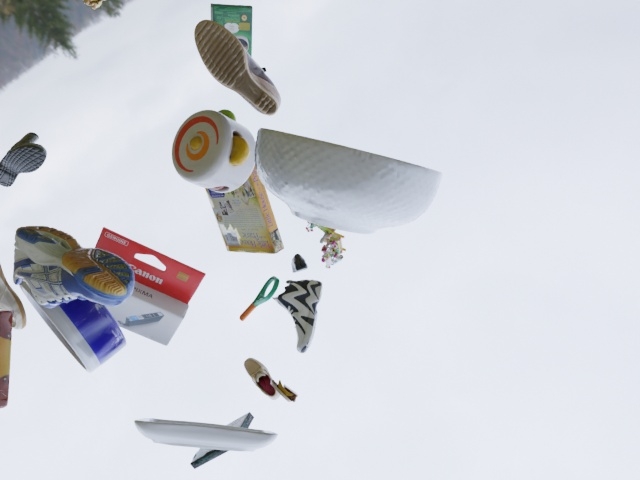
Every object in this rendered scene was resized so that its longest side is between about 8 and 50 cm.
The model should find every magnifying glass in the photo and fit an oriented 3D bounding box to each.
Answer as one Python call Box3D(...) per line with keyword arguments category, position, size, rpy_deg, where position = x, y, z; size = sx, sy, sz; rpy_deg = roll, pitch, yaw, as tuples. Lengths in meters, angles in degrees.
Box3D(category="magnifying glass", position=(-0.225, 0.218, 1.853), size=(0.231, 0.026, 0.092), rpy_deg=(-45, -154, 24))

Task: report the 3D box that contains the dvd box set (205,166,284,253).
Box3D(category="dvd box set", position=(-0.317, -0.152, 1.951), size=(0.307, 0.421, 0.062), rpy_deg=(1, -155, 44))

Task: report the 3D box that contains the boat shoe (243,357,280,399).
Box3D(category="boat shoe", position=(-0.196, 0.455, 1.680), size=(0.063, 0.059, 0.170), rpy_deg=(-43, -108, -11))

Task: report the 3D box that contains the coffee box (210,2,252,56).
Box3D(category="coffee box", position=(-0.246, -0.549, 1.391), size=(0.113, 0.184, 0.040), rpy_deg=(-8, -149, -22))

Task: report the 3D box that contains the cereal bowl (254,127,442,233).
Box3D(category="cereal bowl", position=(0.039, -0.099, 0.921), size=(0.339, 0.338, 0.141), rpy_deg=(22, -78, 45))

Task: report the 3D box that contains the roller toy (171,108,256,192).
Box3D(category="roller toy", position=(-0.273, -0.225, 1.283), size=(0.191, 0.146, 0.209), rpy_deg=(-44, -117, 16))

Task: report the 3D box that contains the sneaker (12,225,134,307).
Box3D(category="sneaker", position=(-0.464, 0.075, 0.945), size=(0.296, 0.111, 0.131), rpy_deg=(22, -79, 29))

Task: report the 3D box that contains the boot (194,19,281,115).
Box3D(category="boot", position=(-0.187, -0.391, 1.135), size=(0.090, 0.248, 0.207), rpy_deg=(-38, -150, 10))

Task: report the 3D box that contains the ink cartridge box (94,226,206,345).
Box3D(category="ink cartridge box", position=(-0.500, 0.134, 1.372), size=(0.261, 0.296, 0.066), rpy_deg=(-54, -163, 31))

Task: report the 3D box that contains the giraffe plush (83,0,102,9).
Box3D(category="giraffe plush", position=(-0.676, -0.792, 1.511), size=(0.210, 0.181, 0.171), rpy_deg=(38, -79, 21))

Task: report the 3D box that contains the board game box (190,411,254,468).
Box3D(category="board game box", position=(-0.290, 0.591, 1.496), size=(0.186, 0.026, 0.126), rpy_deg=(-34, -172, 21))

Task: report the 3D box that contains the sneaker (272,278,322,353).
Box3D(category="sneaker", position=(-0.086, 0.231, 1.607), size=(0.152, 0.094, 0.235), rpy_deg=(10, -99, 6))

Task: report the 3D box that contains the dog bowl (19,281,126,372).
Box3D(category="dog bowl", position=(-0.584, 0.180, 1.198), size=(0.264, 0.265, 0.104), rpy_deg=(18, -134, 44))

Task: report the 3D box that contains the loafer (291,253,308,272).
Box3D(category="loafer", position=(-0.081, 0.085, 1.898), size=(0.062, 0.061, 0.170), rpy_deg=(-17, 175, -13))

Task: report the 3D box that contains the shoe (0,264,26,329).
Box3D(category="shoe", position=(-0.820, 0.133, 1.283), size=(0.076, 0.219, 0.058), rpy_deg=(-10, -166, 38))

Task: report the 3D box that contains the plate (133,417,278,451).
Box3D(category="plate", position=(-0.244, 0.416, 1.080), size=(0.277, 0.277, 0.045), rpy_deg=(9, -111, -10))

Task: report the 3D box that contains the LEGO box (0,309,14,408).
Box3D(category="LEGO box", position=(-0.881, 0.220, 0.866), size=(0.372, 0.500, 0.193), rpy_deg=(-6, -99, 30))

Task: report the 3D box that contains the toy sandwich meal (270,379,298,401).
Box3D(category="toy sandwich meal", position=(-0.093, 0.384, 1.300), size=(0.029, 0.086, 0.085), rpy_deg=(-45, -139, -12))

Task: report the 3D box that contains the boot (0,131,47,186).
Box3D(category="boot", position=(-0.896, -0.274, 1.526), size=(0.246, 0.083, 0.161), rpy_deg=(-20, -132, 30))

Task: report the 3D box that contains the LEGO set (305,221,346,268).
Box3D(category="LEGO set", position=(0.000, 0.000, 1.795), size=(0.132, 0.287, 0.107), rpy_deg=(9, -127, 41))
